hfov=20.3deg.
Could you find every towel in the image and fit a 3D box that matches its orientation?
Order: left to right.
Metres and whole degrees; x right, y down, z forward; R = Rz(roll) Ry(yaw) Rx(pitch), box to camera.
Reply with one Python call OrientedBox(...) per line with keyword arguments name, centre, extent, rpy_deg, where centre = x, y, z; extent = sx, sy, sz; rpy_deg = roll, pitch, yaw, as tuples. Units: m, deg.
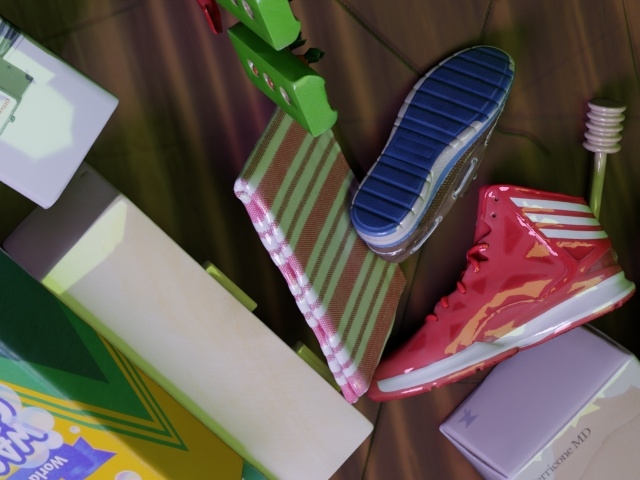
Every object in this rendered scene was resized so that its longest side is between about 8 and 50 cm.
OrientedBox(name="towel", centre=(0.000, 0.000, 1.277), extent=(0.029, 0.144, 0.197), rpy_deg=(-16, 117, 25))

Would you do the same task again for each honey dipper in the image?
OrientedBox(name="honey dipper", centre=(0.215, -0.032, 1.413), extent=(0.030, 0.030, 0.160), rpy_deg=(-3, 111, -23))

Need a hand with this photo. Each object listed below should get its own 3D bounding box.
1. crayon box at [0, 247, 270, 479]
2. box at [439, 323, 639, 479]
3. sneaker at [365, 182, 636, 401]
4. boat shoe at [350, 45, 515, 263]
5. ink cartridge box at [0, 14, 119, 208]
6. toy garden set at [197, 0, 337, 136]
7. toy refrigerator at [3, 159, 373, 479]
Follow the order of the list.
OrientedBox(name="crayon box", centre=(-0.198, 0.155, 1.208), extent=(0.203, 0.083, 0.323), rpy_deg=(-32, 122, 25))
OrientedBox(name="box", centre=(0.253, 0.216, 1.452), extent=(0.148, 0.121, 0.311), rpy_deg=(-46, 118, -5))
OrientedBox(name="sneaker", centre=(0.118, 0.032, 1.377), extent=(0.221, 0.087, 0.128), rpy_deg=(-24, 85, -3))
OrientedBox(name="boat shoe", centre=(0.085, -0.064, 1.326), extent=(0.183, 0.066, 0.066), rpy_deg=(-52, 149, -16))
OrientedBox(name="ink cartridge box", centre=(-0.245, -0.120, 1.114), extent=(0.208, 0.153, 0.087), rpy_deg=(35, 90, -29))
OrientedBox(name="toy garden set", centre=(-0.067, -0.211, 1.147), extent=(0.049, 0.204, 0.244), rpy_deg=(-31, 125, -10))
OrientedBox(name="toy refrigerator", centre=(-0.088, 0.066, 1.268), extent=(0.094, 0.102, 0.269), rpy_deg=(-47, 117, -4))
